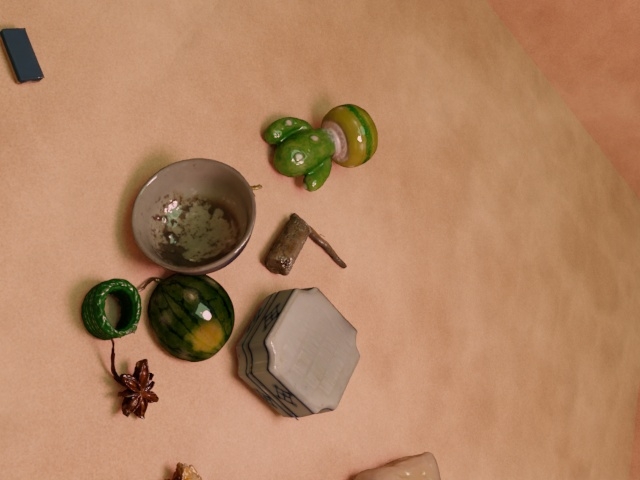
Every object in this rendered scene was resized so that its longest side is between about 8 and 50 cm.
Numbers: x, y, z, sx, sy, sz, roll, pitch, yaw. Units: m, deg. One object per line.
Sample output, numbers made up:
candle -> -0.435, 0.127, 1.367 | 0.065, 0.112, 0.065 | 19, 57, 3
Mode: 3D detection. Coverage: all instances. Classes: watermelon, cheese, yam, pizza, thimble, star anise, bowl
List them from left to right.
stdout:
thimble -> -0.447, 0.150, 1.579 | 0.118, 0.090, 0.130 | -28, 95, -42
star anise -> -0.408, 0.296, 1.577 | 0.097, 0.070, 0.190 | -27, 115, -42
pizza -> -0.291, 0.579, 1.604 | 0.154, 0.069, 0.193 | -9, 82, -45
watermelon -> -0.289, 0.162, 1.700 | 0.204, 0.127, 0.232 | -34, 95, -40
bowl -> -0.283, -0.034, 1.719 | 0.146, 0.289, 0.289 | 82, 7, -65
yam -> -0.085, 0.013, 1.972 | 0.078, 0.078, 0.179 | 48, 49, -22
yam -> -0.001, 0.001, 2.088 | 0.234, 0.027, 0.029 | 44, 25, -25
cheese -> 0.208, 0.707, 1.957 | 0.251, 0.174, 0.247 | 8, 63, -42

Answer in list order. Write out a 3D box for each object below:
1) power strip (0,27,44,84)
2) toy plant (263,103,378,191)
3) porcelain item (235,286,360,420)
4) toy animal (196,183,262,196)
power strip -> -0.653, -0.403, 1.600 | 0.056, 0.032, 0.123 | -22, 92, -45
toy plant -> -0.002, -0.265, 2.097 | 0.316, 0.184, 0.224 | -22, 88, -29
porcelain item -> -0.056, 0.283, 1.855 | 0.281, 0.157, 0.285 | 48, 49, -24
toy animal -> -0.244, -0.127, 1.871 | 0.136, 0.073, 0.181 | 47, 53, -8
